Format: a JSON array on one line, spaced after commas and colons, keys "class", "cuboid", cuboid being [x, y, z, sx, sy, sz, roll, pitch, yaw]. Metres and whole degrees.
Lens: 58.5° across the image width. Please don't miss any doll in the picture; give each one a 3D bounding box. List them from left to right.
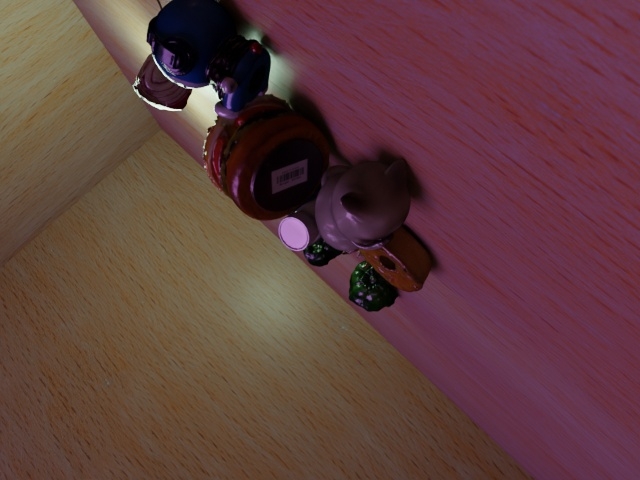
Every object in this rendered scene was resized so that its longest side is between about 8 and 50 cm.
[{"class": "doll", "cuboid": [-0.291, -0.487, 1.469, 0.310, 0.284, 0.240, 31, 128, 7]}, {"class": "doll", "cuboid": [0.105, -0.087, 1.483, 0.225, 0.215, 0.370, 64, 168, -11]}]

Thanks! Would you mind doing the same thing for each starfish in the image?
[{"class": "starfish", "cuboid": [0.120, 0.019, 2.223, 0.190, 0.074, 0.146, 41, 168, 25]}]

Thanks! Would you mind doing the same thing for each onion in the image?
[{"class": "onion", "cuboid": [-0.610, -0.632, 2.266, 0.206, 0.216, 0.207, 33, -172, -29]}]

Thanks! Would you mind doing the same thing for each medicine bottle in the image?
[{"class": "medicine bottle", "cuboid": [-0.003, -0.070, 1.726, 0.111, 0.296, 0.161, 45, 126, 9]}]

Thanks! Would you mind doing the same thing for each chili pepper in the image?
[{"class": "chili pepper", "cuboid": [0.000, 0.000, 2.406, 0.261, 0.174, 0.165, 60, -172, -57]}, {"class": "chili pepper", "cuboid": [0.203, 0.212, 2.392, 0.213, 0.167, 0.385, 45, 171, 14]}]

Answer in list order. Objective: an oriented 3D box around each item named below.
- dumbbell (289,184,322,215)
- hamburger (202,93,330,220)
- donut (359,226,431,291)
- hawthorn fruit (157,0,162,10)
[{"class": "dumbbell", "cuboid": [-0.126, -0.224, 1.880, 0.324, 0.160, 0.144, 51, 174, 33]}, {"class": "hamburger", "cuboid": [-0.160, -0.238, 1.619, 0.250, 0.330, 0.330, 47, 172, 36]}, {"class": "donut", "cuboid": [0.232, 0.042, 1.760, 0.277, 0.108, 0.277, 44, 169, 11]}, {"class": "hawthorn fruit", "cuboid": [-0.503, -0.731, 1.597, 0.165, 0.165, 0.285, 39, 173, 36]}]
